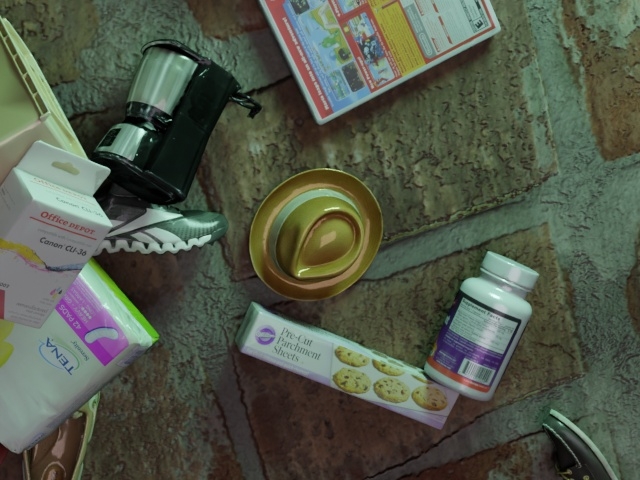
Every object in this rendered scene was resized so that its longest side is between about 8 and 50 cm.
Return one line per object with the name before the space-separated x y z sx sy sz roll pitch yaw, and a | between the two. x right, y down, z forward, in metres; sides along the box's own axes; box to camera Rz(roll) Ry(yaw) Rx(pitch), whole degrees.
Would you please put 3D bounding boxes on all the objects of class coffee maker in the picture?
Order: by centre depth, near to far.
coffee maker | -0.178 -0.136 1.484 0.171 0.120 0.178 24 74 -8

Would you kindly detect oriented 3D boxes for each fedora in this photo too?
fedora | 0.000 0.000 1.605 0.194 0.079 0.194 -3 104 -11

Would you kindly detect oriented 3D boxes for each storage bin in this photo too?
storage bin | -0.443 -0.123 1.390 0.262 0.260 0.123 -31 144 -4

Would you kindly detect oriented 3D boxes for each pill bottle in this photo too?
pill bottle | 0.232 0.119 1.670 0.108 0.108 0.193 22 97 -17

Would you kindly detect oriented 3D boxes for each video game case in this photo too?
video game case | 0.078 -0.308 1.579 0.285 0.025 0.204 -28 108 -5

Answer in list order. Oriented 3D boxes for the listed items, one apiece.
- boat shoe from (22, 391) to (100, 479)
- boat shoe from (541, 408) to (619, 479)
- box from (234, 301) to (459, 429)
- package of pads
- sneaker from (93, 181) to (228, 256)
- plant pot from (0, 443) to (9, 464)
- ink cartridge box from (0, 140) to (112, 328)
boat shoe | -0.347 0.251 1.579 0.104 0.089 0.285 2 102 -12
boat shoe | 0.395 0.348 1.773 0.068 0.081 0.228 -42 111 -5
box | 0.039 0.177 1.663 0.324 0.063 0.067 24 95 -17
package of pads | -0.383 0.088 1.472 0.229 0.101 0.296 -41 87 7
sneaker | -0.237 -0.036 1.544 0.234 0.078 0.106 -3 106 -10
plant pot | -0.520 0.282 1.503 0.174 0.191 0.191 40 92 -9
ink cartridge box | -0.319 -0.004 1.334 0.115 0.067 0.198 21 111 -46
